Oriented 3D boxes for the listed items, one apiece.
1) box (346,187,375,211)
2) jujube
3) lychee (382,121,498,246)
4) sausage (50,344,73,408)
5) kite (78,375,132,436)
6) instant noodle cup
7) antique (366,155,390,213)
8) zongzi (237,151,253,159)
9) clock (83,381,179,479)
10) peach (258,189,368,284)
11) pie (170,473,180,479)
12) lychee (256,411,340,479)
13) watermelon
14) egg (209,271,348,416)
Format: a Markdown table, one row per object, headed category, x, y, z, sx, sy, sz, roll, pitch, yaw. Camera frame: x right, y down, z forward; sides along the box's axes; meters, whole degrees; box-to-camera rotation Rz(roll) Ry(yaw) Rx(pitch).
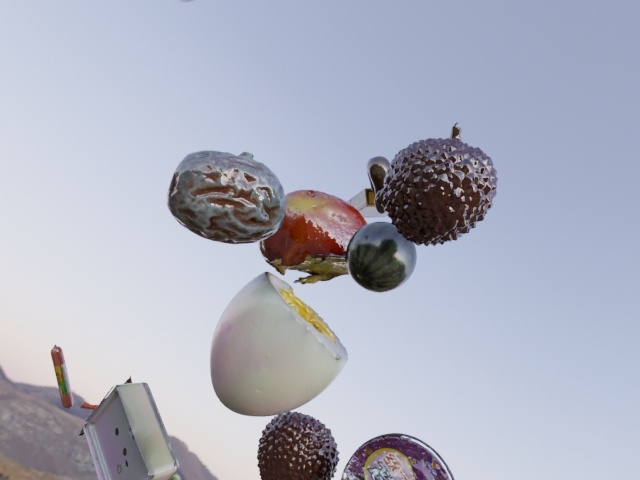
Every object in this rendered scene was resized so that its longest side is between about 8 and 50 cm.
| category | x | y | z | sx | sy | sz | roll | pitch | yaw |
| --- | --- | --- | --- | --- | --- | --- | --- | --- | --- |
| box | 0.247 | -0.163 | 2.088 | 0.193 | 0.083 | 0.301 | 0 | -6 | -12 |
| jujube | -0.251 | -0.111 | 1.244 | 0.308 | 0.215 | 0.246 | 1 | -58 | -15 |
| lychee | 0.282 | -0.129 | 1.109 | 0.264 | 0.299 | 0.264 | 20 | 5 | -2 |
| sausage | -0.698 | 0.372 | 1.260 | 0.029 | 0.029 | 0.223 | 14 | -63 | 20 |
| kite | -0.554 | 0.440 | 1.241 | 0.009 | 0.232 | 0.189 | 46 | 5 | 32 |
| instant noodle cup | 0.228 | 0.779 | 1.386 | 0.340 | 0.339 | 0.266 | 15 | -30 | 19 |
| antique | 0.253 | -0.218 | 1.820 | 0.121 | 0.256 | 0.143 | -16 | -29 | 8 |
| zongzi | -0.270 | -0.227 | 1.429 | 0.119 | 0.109 | 0.055 | 9 | -21 | 27 |
| clock | -0.362 | 0.388 | 0.879 | 0.071 | 0.147 | 0.192 | 12 | 35 | -53 |
| peach | 0.000 | 0.000 | 1.684 | 0.417 | 0.353 | 0.339 | 33 | -11 | 5 |
| pie | -0.408 | 0.630 | 1.217 | 0.085 | 0.017 | 0.085 | -2 | -66 | -4 |
| lychee | -0.078 | 0.713 | 1.559 | 0.276 | 0.276 | 0.304 | 3 | -63 | 34 |
| watermelon | 0.174 | 0.051 | 1.359 | 0.212 | 0.212 | 0.212 | 19 | -33 | 13 |
| egg | -0.151 | 0.314 | 1.275 | 0.354 | 0.340 | 0.354 | 46 | 0 | 0 |
